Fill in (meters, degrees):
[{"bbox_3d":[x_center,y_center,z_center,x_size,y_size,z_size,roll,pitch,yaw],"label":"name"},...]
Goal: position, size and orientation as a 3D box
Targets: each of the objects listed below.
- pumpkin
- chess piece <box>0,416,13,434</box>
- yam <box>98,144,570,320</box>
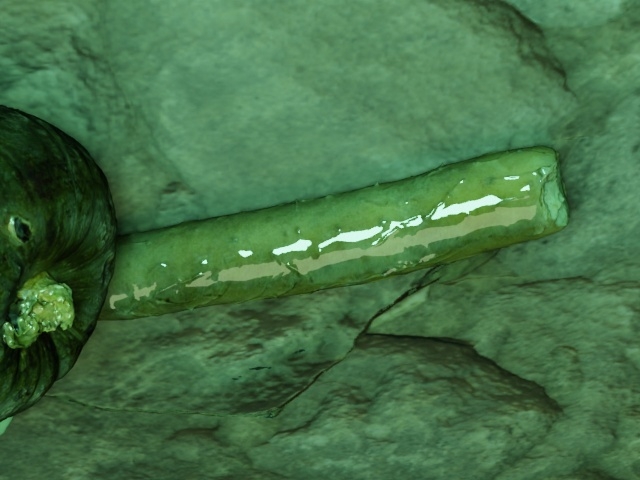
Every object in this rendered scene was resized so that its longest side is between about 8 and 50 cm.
[{"bbox_3d":[-0.222,0.019,0.922,0.157,0.224,0.224,21,150,24],"label":"pumpkin"},{"bbox_3d":[-0.360,0.074,1.014,0.194,0.195,0.299,-32,145,28],"label":"chess piece"},{"bbox_3d":[0.000,0.000,1.058,0.371,0.083,0.083,-12,142,7],"label":"yam"}]
